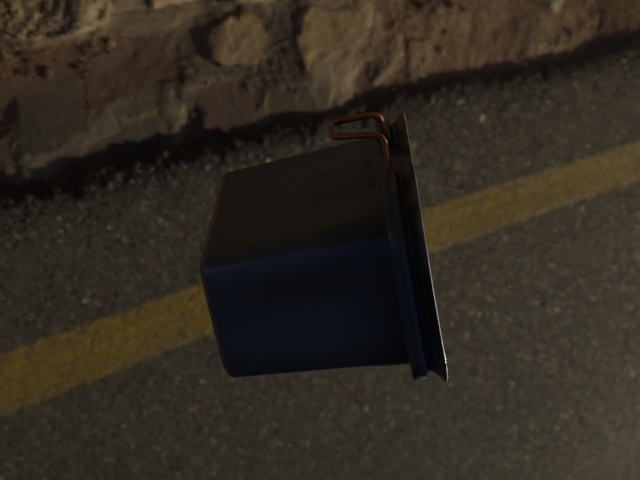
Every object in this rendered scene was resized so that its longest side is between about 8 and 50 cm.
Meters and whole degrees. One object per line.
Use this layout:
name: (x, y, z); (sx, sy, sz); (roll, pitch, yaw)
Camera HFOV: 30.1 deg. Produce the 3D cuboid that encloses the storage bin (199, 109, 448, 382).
storage bin: (0.000, 0.000, 0.509); (0.091, 0.135, 0.098); (-10, 113, 4)
